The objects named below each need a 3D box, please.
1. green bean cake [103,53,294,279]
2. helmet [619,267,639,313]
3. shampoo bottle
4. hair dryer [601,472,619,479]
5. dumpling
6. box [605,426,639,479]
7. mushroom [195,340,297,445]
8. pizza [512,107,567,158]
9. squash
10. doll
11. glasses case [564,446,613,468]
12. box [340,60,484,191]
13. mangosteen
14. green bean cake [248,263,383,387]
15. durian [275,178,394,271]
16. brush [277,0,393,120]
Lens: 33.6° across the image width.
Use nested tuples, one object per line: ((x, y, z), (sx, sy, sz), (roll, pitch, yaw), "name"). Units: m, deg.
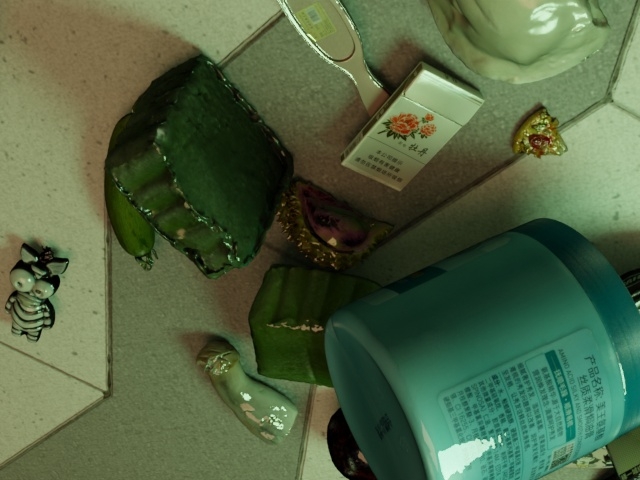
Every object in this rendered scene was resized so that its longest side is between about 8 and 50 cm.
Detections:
((-0.166, -0.099, 1.484), (0.132, 0.255, 0.241), (-21, 124, 29), "green bean cake")
((0.489, 0.139, 1.546), (0.189, 0.193, 0.216), (-28, 117, 8), "helmet")
((0.223, 0.182, 1.468), (0.342, 0.331, 0.331), (-23, 127, -17), "shampoo bottle")
((0.597, 0.426, 1.818), (0.219, 0.075, 0.195), (9, 158, -15), "hair dryer")
((0.220, -0.320, 1.307), (0.175, 0.243, 0.227), (-3, 160, -34), "dumpling")
((0.615, 0.322, 1.647), (0.310, 0.084, 0.198), (18, 135, -36), "box")
((-0.135, 0.264, 1.864), (0.092, 0.081, 0.223), (-17, 121, 46), "mushroom")
((0.313, -0.140, 1.481), (0.078, 0.025, 0.083), (25, 127, -4), "pizza")
((-0.294, -0.085, 1.641), (0.080, 0.071, 0.318), (-15, 131, -28), "squash")
((-0.494, 0.094, 1.825), (0.091, 0.067, 0.219), (24, 127, 0), "doll")
((0.378, 0.324, 1.788), (0.314, 0.075, 0.122), (4, 127, 9), "glasses case")
((0.126, -0.156, 1.492), (0.109, 0.029, 0.198), (22, 130, -26), "box")
((0.086, 0.345, 1.843), (0.152, 0.152, 0.152), (6, 128, 8), "mangosteen")
((0.003, 0.141, 1.673), (0.222, 0.125, 0.248), (8, 151, 9), "green bean cake")
((0.000, 0.001, 1.610), (0.186, 0.108, 0.119), (27, 127, -10), "durian")
((0.039, -0.259, 1.444), (0.072, 0.067, 0.313), (-24, 130, 21), "brush")
